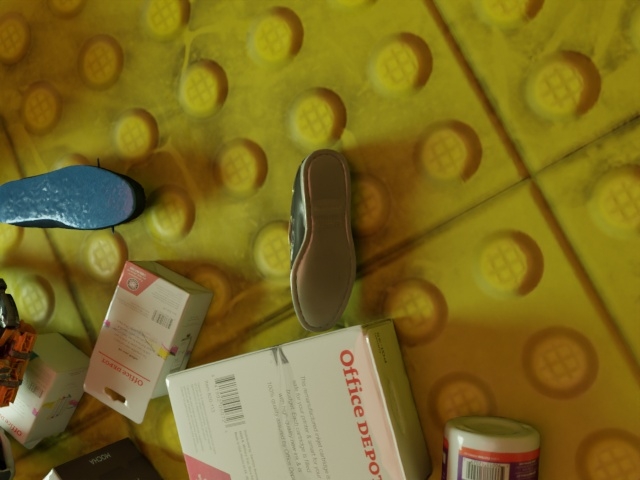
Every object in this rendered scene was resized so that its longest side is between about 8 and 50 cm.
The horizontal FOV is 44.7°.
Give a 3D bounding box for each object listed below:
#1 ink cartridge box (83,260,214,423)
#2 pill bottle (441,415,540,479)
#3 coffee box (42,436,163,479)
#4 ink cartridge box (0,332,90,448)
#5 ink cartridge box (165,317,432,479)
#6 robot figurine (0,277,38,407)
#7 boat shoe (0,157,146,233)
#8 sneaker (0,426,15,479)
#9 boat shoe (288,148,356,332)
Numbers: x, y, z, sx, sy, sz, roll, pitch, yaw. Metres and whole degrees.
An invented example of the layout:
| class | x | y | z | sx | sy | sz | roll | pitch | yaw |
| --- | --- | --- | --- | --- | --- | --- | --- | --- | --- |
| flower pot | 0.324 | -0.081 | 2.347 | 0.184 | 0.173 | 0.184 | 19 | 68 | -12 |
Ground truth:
| class | x | y | z | sx | sy | sz | roll | pitch | yaw |
| --- | --- | --- | --- | --- | --- | --- | --- | --- | --- |
| ink cartridge box | -0.242 | 0.140 | 1.085 | 0.115 | 0.067 | 0.198 | 25 | 98 | 21 |
| pill bottle | 0.189 | 0.305 | 0.883 | 0.108 | 0.108 | 0.193 | 4 | 92 | 23 |
| coffee box | -0.366 | 0.428 | 1.083 | 0.119 | 0.168 | 0.297 | 47 | 107 | 15 |
| ink cartridge box | -0.415 | 0.222 | 1.145 | 0.092 | 0.090 | 0.143 | 33 | 102 | 20 |
| ink cartridge box | -0.026 | 0.230 | 0.967 | 0.283 | 0.117 | 0.207 | -17 | 83 | 22 |
| robot figurine | -0.495 | 0.133 | 1.101 | 0.291 | 0.085 | 0.211 | 24 | 95 | 42 |
| boat shoe | -0.350 | -0.065 | 1.121 | 0.258 | 0.089 | 0.108 | 6 | 91 | 26 |
| sneaker | -0.481 | 0.298 | 1.105 | 0.258 | 0.094 | 0.091 | 28 | 98 | 48 |
| boat shoe | 0.000 | 0.000 | 0.986 | 0.081 | 0.069 | 0.227 | 3 | 94 | -12 |
